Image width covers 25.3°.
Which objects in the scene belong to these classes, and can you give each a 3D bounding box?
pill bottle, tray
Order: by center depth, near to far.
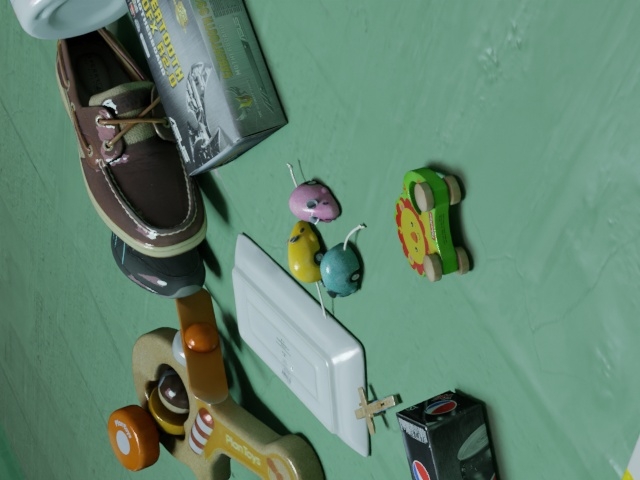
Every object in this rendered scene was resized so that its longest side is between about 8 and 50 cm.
[{"bbox_3d":[-0.030,0.110,1.524,0.270,0.030,0.145,41,144,50],"label":"tray"},{"bbox_3d":[-0.315,-0.380,1.620,0.272,0.152,0.152,66,157,11],"label":"pill bottle"}]

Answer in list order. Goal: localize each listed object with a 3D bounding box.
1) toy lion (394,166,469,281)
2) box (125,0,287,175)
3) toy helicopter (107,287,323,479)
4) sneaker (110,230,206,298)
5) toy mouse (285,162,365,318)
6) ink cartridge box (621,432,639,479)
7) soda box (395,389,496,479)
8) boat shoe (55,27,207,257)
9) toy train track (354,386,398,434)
[{"bbox_3d":[0.085,-0.014,1.172,0.096,0.034,0.100,-137,35,-61],"label":"toy lion"},{"bbox_3d":[-0.125,-0.196,1.460,0.183,0.056,0.231,-22,88,68],"label":"box"},{"bbox_3d":[-0.117,0.204,1.716,0.355,0.140,0.235,27,123,45],"label":"toy helicopter"},{"bbox_3d":[-0.218,-0.045,1.733,0.267,0.101,0.106,56,151,30],"label":"sneaker"},{"bbox_3d":[0.000,0.000,1.361,0.143,0.031,0.161,-11,96,66],"label":"toy mouse"},{"bbox_3d":[0.254,0.177,0.875,0.134,0.078,0.231,53,151,34],"label":"ink cartridge box"},{"bbox_3d":[0.119,0.220,1.236,0.053,0.060,0.169,20,127,63],"label":"soda box"},{"bbox_3d":[-0.230,-0.135,1.653,0.123,0.123,0.342,90,158,-57],"label":"boat shoe"},{"bbox_3d":[0.058,0.162,1.390,0.083,0.014,0.048,-34,69,61],"label":"toy train track"}]
